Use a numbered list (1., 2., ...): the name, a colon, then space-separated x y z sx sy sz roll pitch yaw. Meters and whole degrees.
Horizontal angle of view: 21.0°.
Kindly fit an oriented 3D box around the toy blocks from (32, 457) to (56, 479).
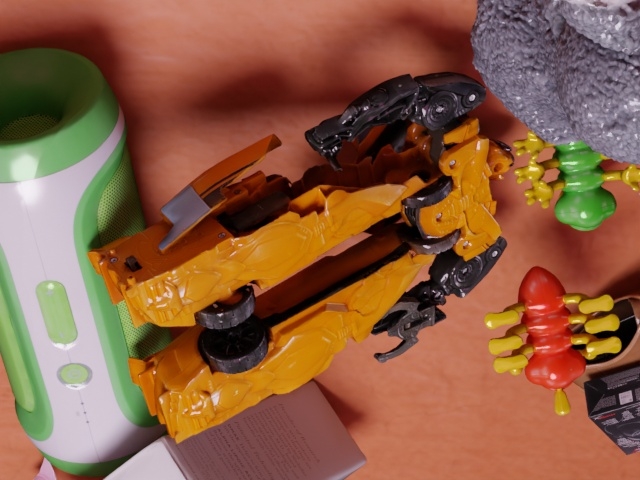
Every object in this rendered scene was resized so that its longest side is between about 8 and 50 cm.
1. toy blocks: -0.150 0.342 1.388 0.260 0.309 0.289 36 126 22

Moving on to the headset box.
1. headset box: 0.240 0.126 1.278 0.062 0.032 0.083 -20 144 24

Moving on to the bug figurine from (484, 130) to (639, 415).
1. bug figurine: 0.246 0.003 1.193 0.279 0.072 0.216 -7 101 2

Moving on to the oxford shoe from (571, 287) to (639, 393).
1. oxford shoe: 0.268 0.053 1.261 0.212 0.076 0.076 -33 141 20

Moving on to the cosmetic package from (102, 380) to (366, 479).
1. cosmetic package: -0.073 0.181 1.253 0.117 0.231 0.085 -39 80 23

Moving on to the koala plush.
1. koala plush: 0.188 -0.109 1.013 0.203 0.221 0.196 -21 113 13

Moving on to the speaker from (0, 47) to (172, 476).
1. speaker: -0.171 0.022 1.168 0.131 0.131 0.297 -8 130 1

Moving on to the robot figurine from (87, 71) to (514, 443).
1. robot figurine: 0.000 0.000 1.138 0.291 0.085 0.211 -30 133 -20
